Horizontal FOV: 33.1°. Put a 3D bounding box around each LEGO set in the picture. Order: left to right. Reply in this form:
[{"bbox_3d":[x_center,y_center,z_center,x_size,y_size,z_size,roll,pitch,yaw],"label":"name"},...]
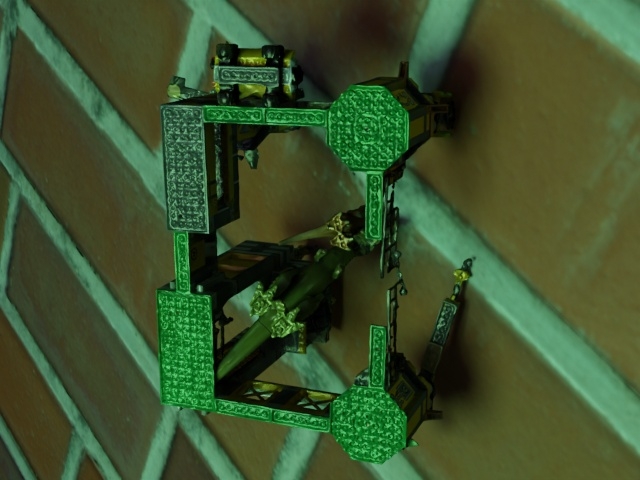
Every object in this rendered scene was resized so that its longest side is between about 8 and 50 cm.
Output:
[{"bbox_3d":[0.000,0.000,0.862,0.255,0.192,0.331,-3,102,22],"label":"LEGO set"}]
